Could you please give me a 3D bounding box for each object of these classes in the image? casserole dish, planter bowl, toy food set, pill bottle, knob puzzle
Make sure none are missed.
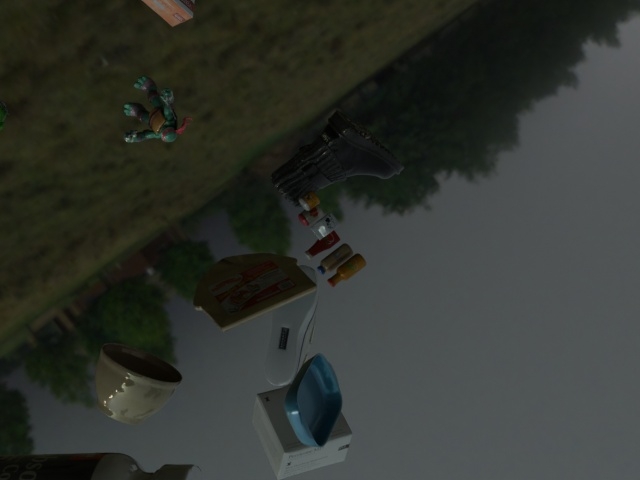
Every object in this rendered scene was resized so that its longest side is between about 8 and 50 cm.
[{"bbox_3d":[-0.014,0.267,1.582,0.037,0.114,0.188,-17,-164,23],"label":"casserole dish"},{"bbox_3d":[-0.354,0.276,1.781,0.162,0.162,0.109,-86,-159,-84],"label":"planter bowl"},{"bbox_3d":[0.000,0.000,2.371,0.104,0.232,0.111,-37,-175,-12],"label":"toy food set"},{"bbox_3d":[-0.344,0.390,1.271,0.362,0.210,0.210,-3,-171,6],"label":"pill bottle"},{"bbox_3d":[-0.121,0.079,1.582,0.213,0.030,0.213,-9,-149,6],"label":"knob puzzle"}]

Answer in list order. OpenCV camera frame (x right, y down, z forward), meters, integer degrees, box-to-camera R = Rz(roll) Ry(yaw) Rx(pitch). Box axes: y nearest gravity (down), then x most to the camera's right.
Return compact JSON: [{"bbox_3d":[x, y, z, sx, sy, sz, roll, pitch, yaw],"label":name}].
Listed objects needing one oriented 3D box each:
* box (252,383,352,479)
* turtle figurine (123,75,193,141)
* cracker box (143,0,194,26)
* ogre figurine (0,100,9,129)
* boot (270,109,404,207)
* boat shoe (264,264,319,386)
[{"bbox_3d":[-0.046,0.447,2.275,0.181,0.182,0.119,-11,138,-23],"label":"box"},{"bbox_3d":[-0.413,-0.304,2.367,0.175,0.118,0.234,-46,-135,8],"label":"turtle figurine"},{"bbox_3d":[-0.352,-0.628,2.165,0.067,0.155,0.232,-15,-121,29],"label":"cracker box"},{"bbox_3d":[-0.628,-0.209,1.627,0.097,0.118,0.197,7,-135,49],"label":"ogre figurine"},{"bbox_3d":[0.044,-0.183,2.498,0.260,0.131,0.348,-47,144,13],"label":"boot"},{"bbox_3d":[-0.052,0.188,2.087,0.096,0.268,0.088,8,176,20],"label":"boat shoe"}]
